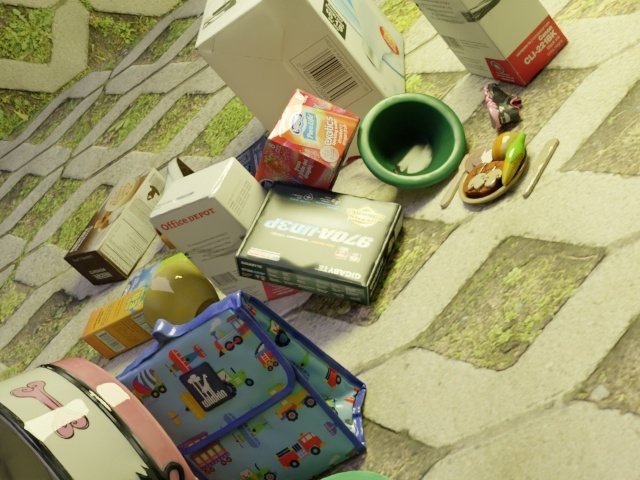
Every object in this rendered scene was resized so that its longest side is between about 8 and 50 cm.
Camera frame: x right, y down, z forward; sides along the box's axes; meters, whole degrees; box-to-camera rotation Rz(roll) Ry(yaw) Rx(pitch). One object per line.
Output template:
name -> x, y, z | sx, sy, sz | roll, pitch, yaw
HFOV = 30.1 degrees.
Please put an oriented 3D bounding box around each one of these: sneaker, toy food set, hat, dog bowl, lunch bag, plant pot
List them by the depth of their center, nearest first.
dog bowl -> -0.292, 0.329, 1.553 | 0.150, 0.408, 0.408 | -34, 19, -29
lunch bag -> -0.113, 0.196, 1.576 | 0.221, 0.293, 0.138 | -34, 27, 21
toy food set -> 0.256, -0.111, 1.798 | 0.192, 0.038, 0.132 | -8, 43, 51
sneaker -> 0.295, -0.220, 1.916 | 0.057, 0.047, 0.119 | -17, 34, 10
hat -> 0.151, -0.135, 2.008 | 0.173, 0.183, 0.208 | -26, 63, -5
plant pot -> -0.229, 0.114, 2.086 | 0.095, 0.134, 0.134 | 23, 67, 36
sneaker -> -0.306, -0.078, 2.490 | 0.123, 0.106, 0.290 | -41, 24, 12

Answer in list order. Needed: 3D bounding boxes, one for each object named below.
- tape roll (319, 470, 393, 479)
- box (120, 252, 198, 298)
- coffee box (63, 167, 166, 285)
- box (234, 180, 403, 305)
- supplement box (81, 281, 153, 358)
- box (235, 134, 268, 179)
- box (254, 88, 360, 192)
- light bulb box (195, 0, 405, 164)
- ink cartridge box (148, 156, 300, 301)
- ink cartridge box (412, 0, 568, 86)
tape roll -> 0.002, 0.413, 1.336 | 0.321, 0.077, 0.321 | -34, 27, 20
box -> -0.314, 0.086, 2.326 | 0.178, 0.042, 0.109 | -23, 32, 37
coffee box -> -0.431, -0.030, 2.607 | 0.141, 0.098, 0.246 | -12, 40, 48
box -> 0.000, 0.000, 1.859 | 0.220, 0.051, 0.175 | 13, 51, 17
supplement box -> -0.339, 0.141, 2.241 | 0.233, 0.080, 0.078 | -25, 34, 31
box -> -0.154, -0.094, 2.346 | 0.183, 0.059, 0.233 | -39, 25, 12
box -> -0.037, -0.112, 2.000 | 0.257, 0.122, 0.128 | 112, -176, -54
light bulb box -> -0.025, -0.372, 2.236 | 0.225, 0.358, 0.361 | -30, 30, 22
ink cartridge box -> -0.141, -0.009, 1.993 | 0.172, 0.237, 0.100 | -18, 36, 42
ink cartridge box -> 0.251, -0.400, 1.971 | 0.114, 0.273, 0.197 | -47, 26, -5
